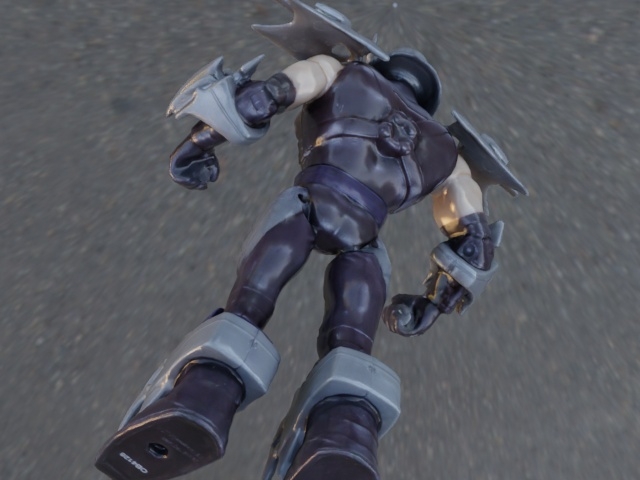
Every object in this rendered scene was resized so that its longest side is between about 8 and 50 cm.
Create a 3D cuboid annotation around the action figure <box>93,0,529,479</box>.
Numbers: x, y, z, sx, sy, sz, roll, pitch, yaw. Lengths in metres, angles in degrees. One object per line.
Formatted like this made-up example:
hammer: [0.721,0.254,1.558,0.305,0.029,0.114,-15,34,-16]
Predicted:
action figure: [0.000,0.000,0.886,0.185,0.285,0.099,30,140,-9]
